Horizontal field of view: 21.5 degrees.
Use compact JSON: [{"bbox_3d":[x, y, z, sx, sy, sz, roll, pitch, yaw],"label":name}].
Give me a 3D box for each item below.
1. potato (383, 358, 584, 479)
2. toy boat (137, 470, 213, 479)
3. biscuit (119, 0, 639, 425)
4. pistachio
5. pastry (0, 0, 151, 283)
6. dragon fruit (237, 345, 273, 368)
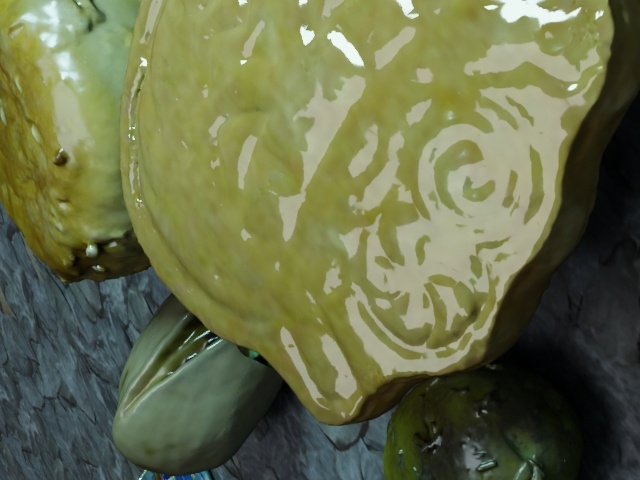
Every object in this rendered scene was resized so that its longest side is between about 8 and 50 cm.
[{"bbox_3d":[0.109,0.168,1.214,0.149,0.113,0.251,57,152,11],"label":"potato"},{"bbox_3d":[-0.174,0.271,1.823,0.175,0.110,0.091,61,154,2],"label":"toy boat"},{"bbox_3d":[0.009,-0.083,1.055,0.365,0.062,0.385,46,124,28],"label":"biscuit"},{"bbox_3d":[-0.111,0.123,1.549,0.138,0.153,0.238,43,122,17],"label":"pistachio"},{"bbox_3d":[-0.177,-0.113,1.395,0.284,0.184,0.316,68,158,6],"label":"pastry"},{"bbox_3d":[0.000,0.000,1.244,0.268,0.130,0.295,62,152,19],"label":"dragon fruit"}]
